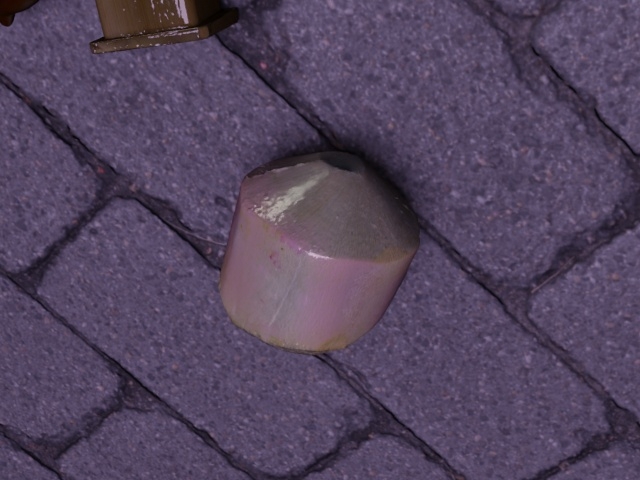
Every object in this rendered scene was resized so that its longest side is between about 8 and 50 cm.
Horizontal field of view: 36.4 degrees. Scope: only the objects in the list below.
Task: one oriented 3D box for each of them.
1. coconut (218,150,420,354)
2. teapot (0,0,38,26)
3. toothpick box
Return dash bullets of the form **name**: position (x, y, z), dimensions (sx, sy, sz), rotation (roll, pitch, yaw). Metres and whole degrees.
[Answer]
- **coconut**: position (0.000, 0.000, 1.562), dimensions (0.298, 0.297, 0.309), rotation (23, 121, -1)
- **teapot**: position (-0.461, -0.453, 1.507), dimensions (0.178, 0.135, 0.252), rotation (34, 103, 26)
- **toothpick box**: position (-0.258, -0.448, 1.432), dimensions (0.188, 0.190, 0.308), rotation (-5, 111, 14)
